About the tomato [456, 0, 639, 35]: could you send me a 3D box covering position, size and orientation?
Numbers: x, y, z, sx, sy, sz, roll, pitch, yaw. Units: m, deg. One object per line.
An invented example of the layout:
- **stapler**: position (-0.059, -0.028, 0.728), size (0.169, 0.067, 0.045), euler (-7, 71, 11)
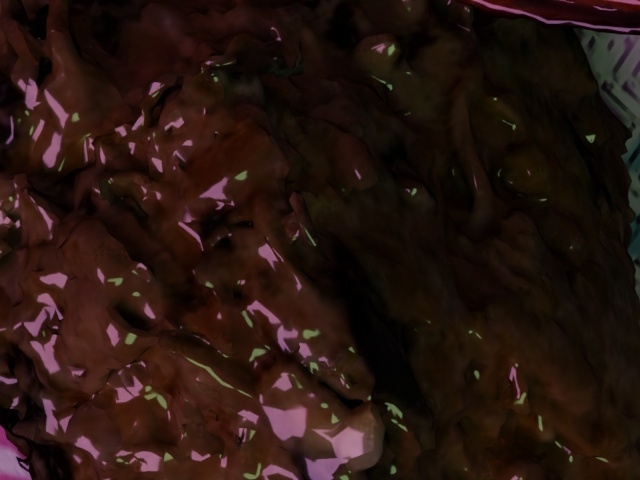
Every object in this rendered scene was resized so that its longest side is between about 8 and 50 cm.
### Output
- **tomato**: position (0.092, -0.160, 0.503), size (0.228, 0.101, 0.228), euler (16, 123, 27)

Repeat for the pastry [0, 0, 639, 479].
- **pastry**: position (0.000, 0.000, 0.587), size (0.193, 0.275, 0.275), euler (-37, 80, 11)
